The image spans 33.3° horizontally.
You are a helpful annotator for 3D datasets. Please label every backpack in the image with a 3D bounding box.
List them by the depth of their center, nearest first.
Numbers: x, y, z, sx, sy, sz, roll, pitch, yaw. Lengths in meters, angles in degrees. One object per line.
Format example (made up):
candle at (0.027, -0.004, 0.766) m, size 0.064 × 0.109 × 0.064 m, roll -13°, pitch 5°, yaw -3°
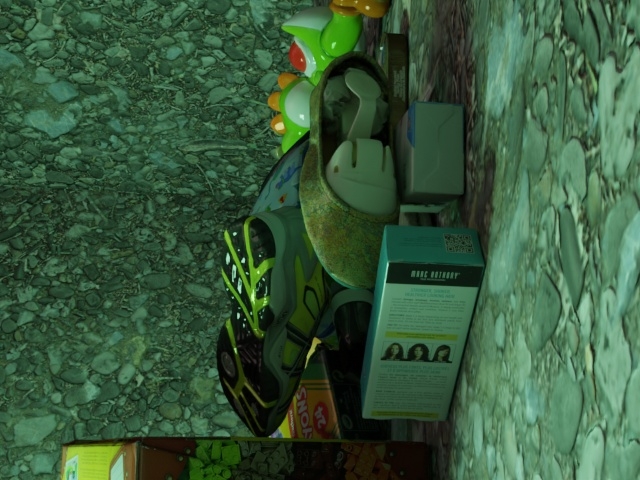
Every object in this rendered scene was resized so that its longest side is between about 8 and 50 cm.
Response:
backpack at (0.000, 0.000, 1.694) m, size 0.290 × 0.273 × 0.356 m, roll -48°, pitch 43°, yaw 34°

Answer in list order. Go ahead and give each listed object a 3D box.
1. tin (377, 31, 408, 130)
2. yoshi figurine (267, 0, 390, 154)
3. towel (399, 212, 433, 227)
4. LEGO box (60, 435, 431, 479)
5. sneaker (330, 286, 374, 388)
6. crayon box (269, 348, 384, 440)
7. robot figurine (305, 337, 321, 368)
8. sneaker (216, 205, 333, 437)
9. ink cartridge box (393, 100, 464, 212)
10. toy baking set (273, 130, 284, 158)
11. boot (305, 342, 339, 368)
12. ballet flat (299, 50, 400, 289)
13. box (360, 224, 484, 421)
tin at (0.110, -0.226, 1.640) m, size 0.106 × 0.040 × 0.190 m, roll 97°, pitch 175°, yaw -81°
yoshi figurine at (0.047, -0.296, 1.936) m, size 0.203 × 0.203 × 0.362 m, roll 40°, pitch 124°, yaw 31°
towel at (0.113, 0.023, 1.417) m, size 0.282 × 0.049 × 0.187 m, roll -94°, pitch 7°, yaw -52°
LEGO box at (-0.127, 0.366, 1.442) m, size 0.500 × 0.372 × 0.193 m, roll 155°, pitch 118°, yaw -65°
sneaker at (0.065, 0.171, 1.481) m, size 0.234 × 0.078 × 0.106 m, roll 70°, pitch -170°, yaw -46°
crayon box at (-0.014, 0.345, 1.768) m, size 0.318 × 0.081 × 0.202 m, roll -54°, pitch 40°, yaw 44°
robot figurine at (-0.020, 0.207, 2.321) m, size 0.219 × 0.158 × 0.128 m, roll -75°, pitch -16°, yaw -61°
sneaker at (-0.050, 0.123, 1.477) m, size 0.145 × 0.147 × 0.385 m, roll 45°, pitch 140°, yaw 36°
ink cartridge box at (0.122, -0.092, 1.268) m, size 0.181 × 0.061 × 0.104 m, roll 129°, pitch 143°, yaw -81°
toy baking set at (0.000, -0.217, 2.091) m, size 0.030 × 0.256 × 0.197 m, roll 26°, pitch 83°, yaw 49°
boot at (0.034, 0.190, 1.899) m, size 0.112 × 0.115 × 0.305 m, roll 132°, pitch 142°, yaw -86°
ballet flat at (0.041, -0.101, 1.257) m, size 0.349 × 0.123 × 0.123 m, roll -92°, pitch 6°, yaw -45°
box at (0.105, 0.095, 1.164) m, size 0.060 × 0.100 × 0.244 m, roll -93°, pitch 7°, yaw -50°
